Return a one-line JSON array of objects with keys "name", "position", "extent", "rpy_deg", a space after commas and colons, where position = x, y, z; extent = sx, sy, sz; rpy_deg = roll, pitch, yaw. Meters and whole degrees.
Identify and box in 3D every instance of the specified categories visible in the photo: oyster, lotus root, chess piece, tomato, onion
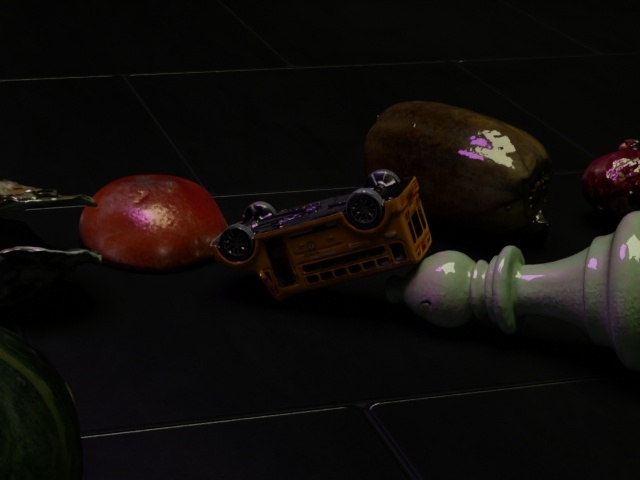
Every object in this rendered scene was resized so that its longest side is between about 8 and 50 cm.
[{"name": "oyster", "position": [-0.375, -0.002, 1.371], "extent": [0.350, 0.158, 0.162], "rpy_deg": [-8, -19, -7]}, {"name": "lotus root", "position": [0.141, -0.079, 1.613], "extent": [0.241, 0.124, 0.123], "rpy_deg": [18, -4, 39]}, {"name": "chess piece", "position": [0.186, 0.045, 1.346], "extent": [0.271, 0.139, 0.139], "rpy_deg": [-1, 19, 24]}, {"name": "tomato", "position": [-0.166, -0.027, 1.523], "extent": [0.155, 0.069, 0.155], "rpy_deg": [3, 23, -1]}, {"name": "onion", "position": [0.336, -0.062, 1.641], "extent": [0.107, 0.097, 0.107], "rpy_deg": [7, -7, 1]}]

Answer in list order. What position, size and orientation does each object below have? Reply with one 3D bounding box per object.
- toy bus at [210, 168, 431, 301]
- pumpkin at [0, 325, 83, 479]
[{"name": "toy bus", "position": [0.000, 0.000, 1.406], "extent": [0.194, 0.088, 0.083], "rpy_deg": [-14, 13, 21]}, {"name": "pumpkin", "position": [-0.286, 0.146, 0.882], "extent": [0.300, 0.207, 0.300], "rpy_deg": [-5, 0, 0]}]
